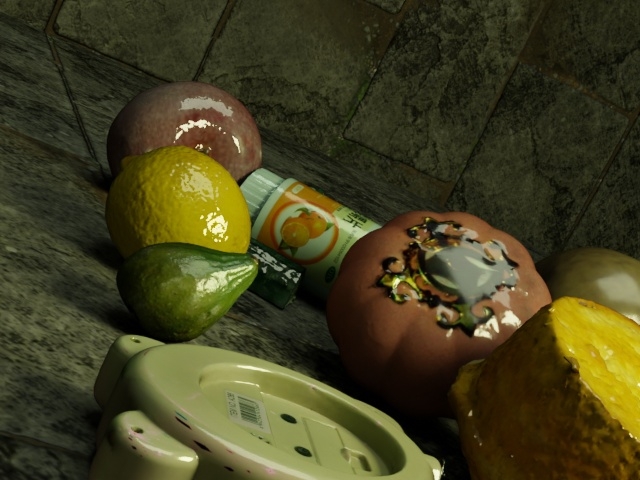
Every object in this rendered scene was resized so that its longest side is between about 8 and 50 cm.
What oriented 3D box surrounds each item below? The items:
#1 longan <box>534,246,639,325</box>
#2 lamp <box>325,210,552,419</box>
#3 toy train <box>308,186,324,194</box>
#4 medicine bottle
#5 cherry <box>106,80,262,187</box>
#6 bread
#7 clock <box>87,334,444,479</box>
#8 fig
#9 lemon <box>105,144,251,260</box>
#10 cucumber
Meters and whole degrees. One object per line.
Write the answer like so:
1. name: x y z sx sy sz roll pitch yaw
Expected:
1. longan: 0.427 0.157 1.709 0.319 0.319 0.319 26 11 -5
2. lamp: 0.158 0.108 1.457 0.305 0.305 0.239 30 -33 17
3. toy train: 0.000 0.000 1.943 0.298 0.120 0.194 31 19 21
4. medicine bottle: 0.003 0.012 1.761 0.318 0.158 0.158 28 11 12
5. cherry: -0.235 -0.157 1.820 0.261 0.221 0.307 -3 3 -25
6. bread: 0.329 0.242 1.196 0.398 0.215 0.398 29 24 -15
7. clock: -0.047 0.195 0.938 0.309 0.114 0.284 21 13 -16
8. fig: -0.149 0.047 1.242 0.123 0.156 0.123 61 2 -3
9. lemon: -0.190 -0.031 1.448 0.244 0.187 0.187 50 19 22
10. cucumber: -0.132 0.018 1.681 0.244 0.063 0.115 28 10 13
